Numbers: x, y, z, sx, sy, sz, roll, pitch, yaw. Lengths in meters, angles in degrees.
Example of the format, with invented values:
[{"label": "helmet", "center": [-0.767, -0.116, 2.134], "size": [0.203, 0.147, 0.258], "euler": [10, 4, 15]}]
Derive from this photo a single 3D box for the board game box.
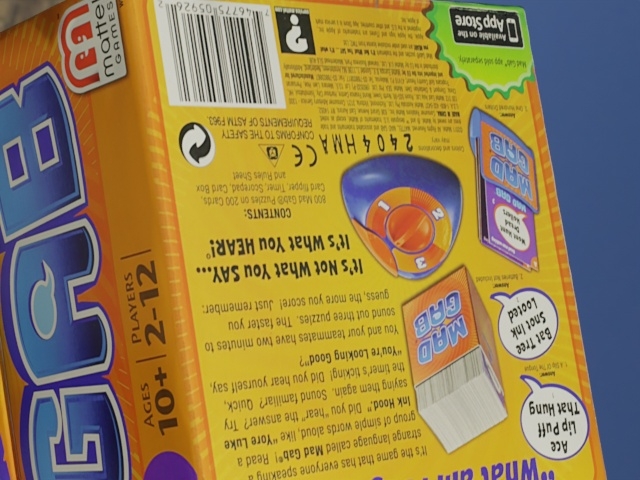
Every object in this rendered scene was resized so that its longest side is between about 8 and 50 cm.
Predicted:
[{"label": "board game box", "center": [-0.073, 0.046, 1.201], "size": [0.356, 0.357, 0.356], "euler": [-16, -100, 46]}]
